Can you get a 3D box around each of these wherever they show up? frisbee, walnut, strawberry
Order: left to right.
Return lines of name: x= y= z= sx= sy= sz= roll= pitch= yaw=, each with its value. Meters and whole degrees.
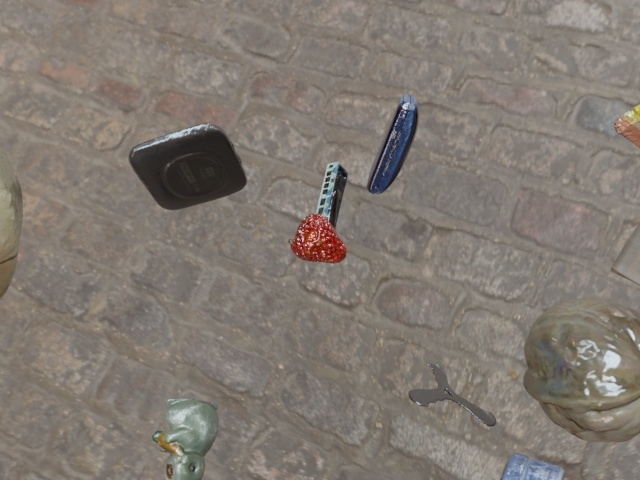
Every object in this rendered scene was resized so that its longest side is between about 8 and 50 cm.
strawberry: x=0.000 y=0.000 z=0.940 sx=0.083 sy=0.073 sz=0.073 roll=20 pitch=71 yaw=0
frisbee: x=0.273 y=0.324 z=1.446 sx=0.211 sy=0.187 sz=0.012 roll=20 pitch=111 yaw=-12
walnut: x=0.408 y=0.193 z=1.005 sx=0.224 sy=0.224 sz=0.224 roll=-4 pitch=66 yaw=9

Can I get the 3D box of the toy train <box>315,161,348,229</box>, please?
toy train: x=0.018 y=-0.064 z=1.360 sx=0.047 sy=0.043 sz=0.207 roll=-8 pitch=55 yaw=32

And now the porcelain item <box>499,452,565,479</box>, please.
porcelain item: x=0.420 y=0.514 z=1.355 sx=0.114 sy=0.147 sz=0.147 roll=13 pitch=69 yaw=27

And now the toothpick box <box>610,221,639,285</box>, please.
toothpick box: x=0.455 y=-0.012 z=0.823 sx=0.111 sy=0.111 sz=0.181 roll=33 pitch=103 yaw=22

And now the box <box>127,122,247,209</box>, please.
box: x=-0.259 y=-0.139 z=1.337 sx=0.201 sy=0.212 sz=0.042 roll=-20 pitch=55 yaw=-2

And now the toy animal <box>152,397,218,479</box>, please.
toy animal: x=-0.290 y=0.471 z=1.454 sx=0.127 sy=0.125 sz=0.251 roll=-17 pitch=59 yaw=18

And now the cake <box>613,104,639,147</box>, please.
cake: x=0.517 y=-0.134 z=0.887 sx=0.225 sy=0.109 sz=0.090 roll=15 pitch=52 yaw=-18

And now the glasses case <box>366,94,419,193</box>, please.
glasses case: x=0.060 y=-0.075 z=0.530 sx=0.023 sy=0.083 sz=0.033 roll=21 pitch=35 yaw=0

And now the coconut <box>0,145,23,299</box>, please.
coconut: x=-0.329 y=-0.007 z=0.419 sx=0.227 sy=0.230 sz=0.227 roll=6 pitch=107 yaw=19
